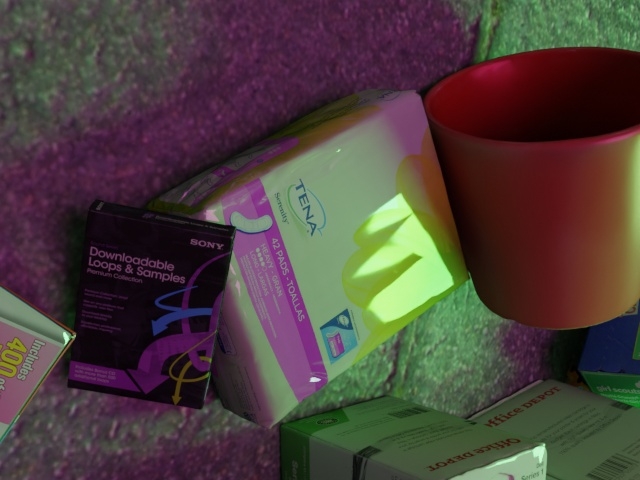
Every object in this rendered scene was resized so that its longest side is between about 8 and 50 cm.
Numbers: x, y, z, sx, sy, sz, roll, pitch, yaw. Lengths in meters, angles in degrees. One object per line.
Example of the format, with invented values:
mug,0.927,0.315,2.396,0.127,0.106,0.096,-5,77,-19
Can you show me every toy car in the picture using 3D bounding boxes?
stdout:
toy car,0.384,0.221,1.171,0.122,0.060,0.040,32,106,-30

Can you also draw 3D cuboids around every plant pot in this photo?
plant pot,0.257,-0.054,0.921,0.275,0.274,0.243,-31,124,-32

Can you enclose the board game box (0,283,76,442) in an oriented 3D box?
board game box,-0.360,0.077,0.546,0.316,0.064,0.242,44,68,-33

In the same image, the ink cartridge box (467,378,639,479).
ink cartridge box,0.327,0.281,0.984,0.207,0.283,0.117,-17,109,-36

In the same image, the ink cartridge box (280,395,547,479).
ink cartridge box,0.088,0.232,0.824,0.160,0.219,0.093,-5,98,-38

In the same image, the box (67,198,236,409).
box,-0.139,0.055,0.678,0.116,0.029,0.162,10,109,-5

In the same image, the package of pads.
package of pads,0.000,0.000,0.807,0.296,0.101,0.229,-32,115,-33

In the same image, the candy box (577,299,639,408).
candy box,0.502,0.174,1.187,0.317,0.122,0.268,51,51,-30
